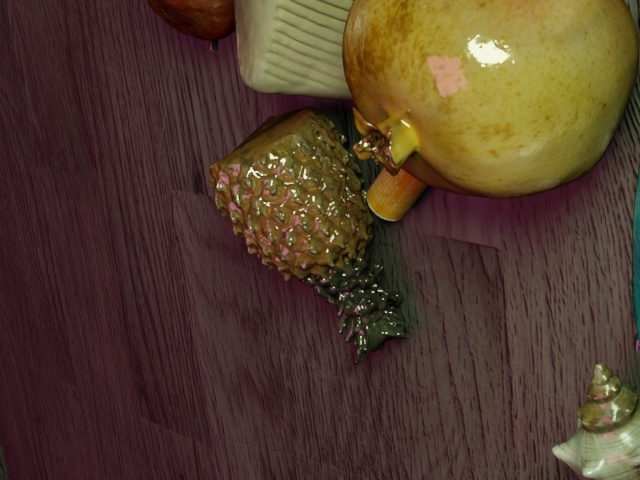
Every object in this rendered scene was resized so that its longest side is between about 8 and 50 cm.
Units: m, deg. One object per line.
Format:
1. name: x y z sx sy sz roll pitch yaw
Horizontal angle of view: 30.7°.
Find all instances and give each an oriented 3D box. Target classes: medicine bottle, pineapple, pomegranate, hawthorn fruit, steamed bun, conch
1. medicine bottle: 0.129 -0.109 1.482 0.074 0.074 0.218 56 142 18
2. pineapple: 0.000 0.000 1.615 0.202 0.202 0.362 -19 103 53
3. pomegranate: 0.163 -0.177 1.205 0.319 0.319 0.319 25 124 43
4. hawthorn fruit: -0.160 -0.382 1.612 0.224 0.224 0.260 43 147 32
5. steamed bun: 0.021 -0.367 1.372 0.236 0.247 0.383 -114 33 -41
6. conch: 0.329 0.242 1.360 0.137 0.114 0.233 50 146 45

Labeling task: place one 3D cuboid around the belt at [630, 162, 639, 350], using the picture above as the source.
1. belt: 0.414 0.028 0.998 0.173 0.300 0.436 -2 104 51
